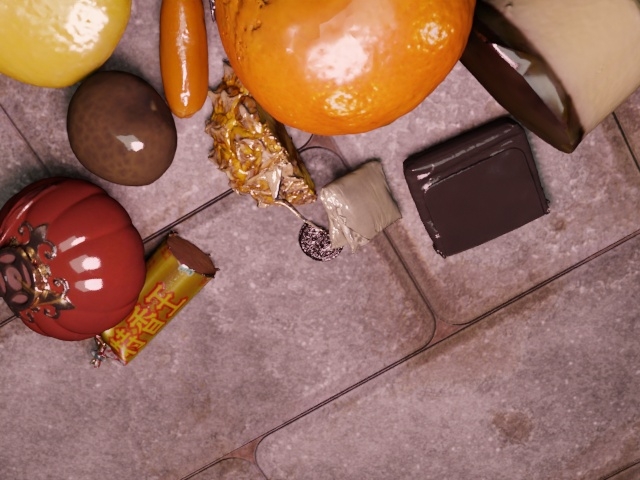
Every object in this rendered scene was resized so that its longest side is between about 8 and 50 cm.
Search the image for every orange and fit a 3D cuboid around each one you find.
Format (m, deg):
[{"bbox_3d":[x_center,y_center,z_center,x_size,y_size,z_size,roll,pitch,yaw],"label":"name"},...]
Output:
[{"bbox_3d":[0.029,-0.377,1.396,0.424,0.424,0.326,-45,145,11],"label":"orange"}]

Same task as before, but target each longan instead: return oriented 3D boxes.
[{"bbox_3d":[-0.353,-0.197,1.625,0.212,0.198,0.198,37,103,-2],"label":"longan"}]

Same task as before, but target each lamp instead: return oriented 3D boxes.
[{"bbox_3d":[-0.460,0.034,1.650,0.303,0.257,0.303,11,111,31],"label":"lamp"}]

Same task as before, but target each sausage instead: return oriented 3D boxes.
[{"bbox_3d":[-0.350,0.129,1.772,0.125,0.117,0.317,44,101,-7],"label":"sausage"},{"bbox_3d":[-0.245,-0.335,1.627,0.098,0.098,0.238,1,106,-4],"label":"sausage"}]

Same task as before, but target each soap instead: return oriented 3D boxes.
[{"bbox_3d":[-0.536,-0.455,1.559,0.427,0.115,0.306,36,100,-15],"label":"soap"}]

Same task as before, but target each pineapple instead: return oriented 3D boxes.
[{"bbox_3d":[-0.129,-0.157,1.665,0.161,0.158,0.335,-24,110,5],"label":"pineapple"}]

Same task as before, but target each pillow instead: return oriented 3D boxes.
[{"bbox_3d":[0.078,-0.068,1.713,0.077,0.181,0.134,-8,106,44],"label":"pillow"}]

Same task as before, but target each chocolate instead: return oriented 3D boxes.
[{"bbox_3d":[0.410,-0.356,1.564,0.326,0.314,0.297,41,93,-12],"label":"chocolate"}]

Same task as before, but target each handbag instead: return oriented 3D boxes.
[{"bbox_3d":[0.301,-0.103,1.758,0.246,0.080,0.223,-24,116,2],"label":"handbag"}]

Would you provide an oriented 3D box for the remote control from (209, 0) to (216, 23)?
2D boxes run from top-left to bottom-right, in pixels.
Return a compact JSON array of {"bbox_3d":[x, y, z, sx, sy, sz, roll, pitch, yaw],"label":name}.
[{"bbox_3d":[-0.002,-0.464,1.617,0.398,0.062,0.145,-8,110,-2],"label":"remote control"}]

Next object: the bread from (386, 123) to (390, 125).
[{"bbox_3d":[0.116,-0.292,1.638,0.156,0.158,0.261,30,107,-16],"label":"bread"}]

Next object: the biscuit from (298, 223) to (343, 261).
[{"bbox_3d":[0.000,0.000,1.797,0.087,0.027,0.089,-17,109,3],"label":"biscuit"}]
